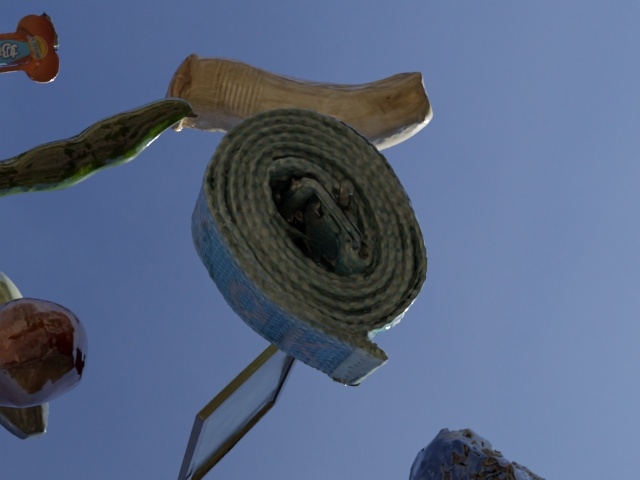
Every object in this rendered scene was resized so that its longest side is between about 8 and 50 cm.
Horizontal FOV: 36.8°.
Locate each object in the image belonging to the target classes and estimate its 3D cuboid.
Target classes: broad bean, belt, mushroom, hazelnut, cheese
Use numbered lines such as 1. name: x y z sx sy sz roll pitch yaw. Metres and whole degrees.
1. broad bean: -0.270 -0.088 1.028 0.298 0.043 0.060 -22 -95 -18
2. belt: -0.006 -0.007 0.640 0.163 0.082 0.147 31 -116 -4
3. mushroom: -0.031 -0.173 1.246 0.352 0.095 0.122 5 -84 5
4. hazelnut: -0.206 0.078 0.675 0.087 0.086 0.086 2 -124 -2
5. cheese: -0.424 -0.216 1.137 0.256 0.106 0.037 -18 -167 -38

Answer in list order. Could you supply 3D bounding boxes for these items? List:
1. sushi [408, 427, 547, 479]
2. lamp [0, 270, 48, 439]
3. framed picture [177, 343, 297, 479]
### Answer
1. sushi: 0.201 0.401 1.072 0.285 0.328 0.329 -55 -141 -3
2. lamp: -0.367 0.106 1.067 0.101 0.101 0.250 -22 -96 -17
3. framed picture: -0.065 0.140 0.804 0.010 0.201 0.136 40 -122 11
